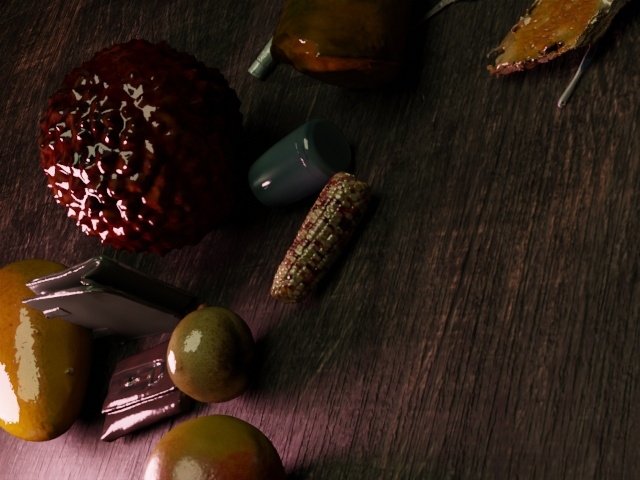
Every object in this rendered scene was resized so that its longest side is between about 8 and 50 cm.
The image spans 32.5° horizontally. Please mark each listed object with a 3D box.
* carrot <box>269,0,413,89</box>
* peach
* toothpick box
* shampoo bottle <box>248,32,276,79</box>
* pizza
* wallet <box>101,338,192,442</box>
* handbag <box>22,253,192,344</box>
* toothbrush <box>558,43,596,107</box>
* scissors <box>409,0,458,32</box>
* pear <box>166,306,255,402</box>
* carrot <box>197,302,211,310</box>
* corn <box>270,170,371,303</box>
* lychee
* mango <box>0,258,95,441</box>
[{"bbox_3d":[0.048,-0.392,2.001,0.241,0.241,0.341,-15,50,43],"label":"carrot"},{"bbox_3d":[-0.162,0.385,1.691,0.231,0.231,0.231,-29,45,33],"label":"peach"},{"bbox_3d":[-0.043,-0.135,2.013,0.184,0.120,0.120,-29,45,37],"label":"toothpick box"},{"bbox_3d":[-0.082,-0.426,2.339,0.191,0.041,0.069,-50,42,11],"label":"shampoo bottle"},{"bbox_3d":[0.384,-0.351,1.719,0.297,0.071,0.189,-45,37,17],"label":"pizza"},{"bbox_3d":[-0.323,0.275,2.091,0.229,0.049,0.182,-25,44,34],"label":"wallet"},{"bbox_3d":[-0.414,0.123,2.140,0.260,0.247,0.079,-16,58,40],"label":"handbag"},{"bbox_3d":[0.406,-0.274,1.688,0.162,0.014,0.017,-60,17,-2],"label":"toothbrush"},{"bbox_3d":[0.233,-0.439,2.011,0.189,0.015,0.100,-37,39,29],"label":"scissors"},{"bbox_3d":[-0.187,0.195,1.904,0.136,0.167,0.167,-2,61,30],"label":"pear"},{"bbox_3d":[-0.219,0.163,2.069,0.032,0.032,0.093,-26,52,35],"label":"carrot"},{"bbox_3d":[0.000,0.000,1.890,0.253,0.086,0.086,-58,36,-1],"label":"corn"},{"bbox_3d":[-0.341,-0.181,2.152,0.424,0.424,0.500,-62,19,-7],"label":"lychee"},{"bbox_3d":[-0.591,0.232,2.303,0.301,0.220,0.445,-41,48,13],"label":"mango"}]
